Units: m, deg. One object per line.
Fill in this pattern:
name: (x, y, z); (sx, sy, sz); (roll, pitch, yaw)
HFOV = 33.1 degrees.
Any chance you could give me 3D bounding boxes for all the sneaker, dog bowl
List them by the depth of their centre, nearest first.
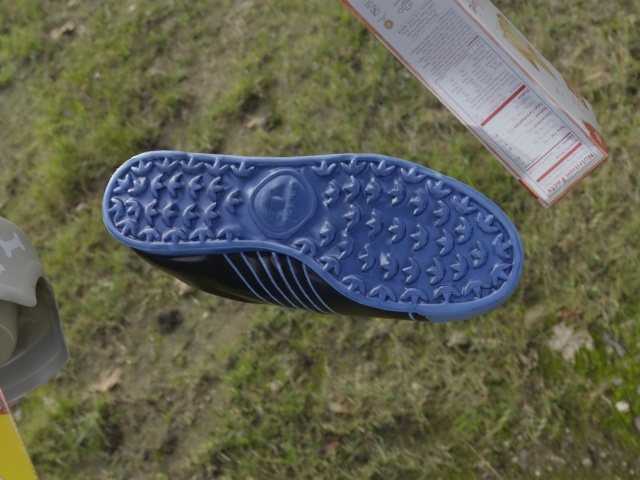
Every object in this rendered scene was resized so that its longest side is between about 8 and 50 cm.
sneaker: (0.000, 0.000, 0.588); (0.232, 0.090, 0.081); (12, 78, 20)
dog bowl: (-0.400, 0.074, 0.947); (0.349, 0.349, 0.102); (-23, 66, 15)

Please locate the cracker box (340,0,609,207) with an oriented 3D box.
cracker box: (0.121, -0.147, 0.850); (0.067, 0.232, 0.156); (-42, 10, 20)

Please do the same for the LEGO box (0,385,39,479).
LEGO box: (-0.306, 0.354, 0.650); (0.193, 0.372, 0.500); (-30, 81, 31)
